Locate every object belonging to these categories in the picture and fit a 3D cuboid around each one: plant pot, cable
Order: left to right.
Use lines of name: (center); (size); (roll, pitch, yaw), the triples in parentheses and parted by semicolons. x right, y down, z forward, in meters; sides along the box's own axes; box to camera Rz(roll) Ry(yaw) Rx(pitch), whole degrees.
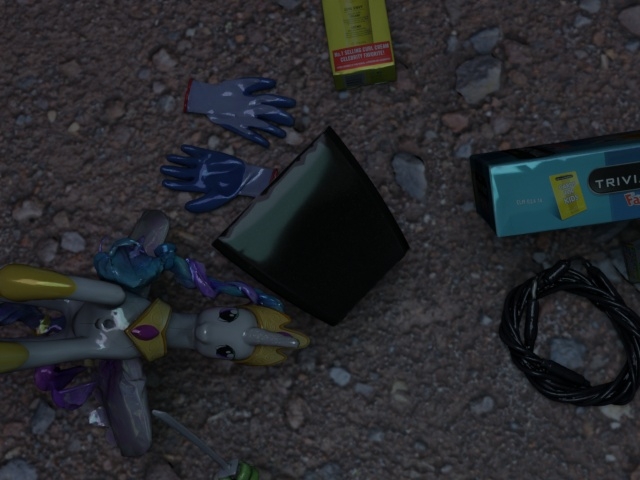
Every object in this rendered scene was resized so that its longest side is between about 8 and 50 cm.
plant pot: (0.000, 0.000, 1.139); (0.167, 0.188, 0.187); (44, 86, 2)
cable: (0.302, 0.119, 1.135); (0.150, 0.047, 0.184); (-31, 76, 0)

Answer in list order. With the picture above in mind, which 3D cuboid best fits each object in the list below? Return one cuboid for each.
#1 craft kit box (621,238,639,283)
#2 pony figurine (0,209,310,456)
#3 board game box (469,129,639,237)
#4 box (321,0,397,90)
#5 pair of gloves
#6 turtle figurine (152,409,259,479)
craft kit box: (0.479, -0.004, 1.035); (0.246, 0.250, 0.061); (-14, 84, 3)
pony figurine: (-0.238, 0.098, 1.036); (0.363, 0.351, 0.303); (6, 83, -33)
board game box: (0.346, -0.078, 1.062); (0.336, 0.254, 0.079); (-8, 97, 5)
box: (0.042, -0.319, 1.261); (0.087, 0.058, 0.232); (-8, 77, 5)
pair of gloves: (-0.122, -0.127, 1.258); (0.159, 0.023, 0.198); (11, 78, 11)
turtle figurine: (-0.088, 0.352, 1.037); (0.266, 0.275, 0.198); (10, 45, -13)
